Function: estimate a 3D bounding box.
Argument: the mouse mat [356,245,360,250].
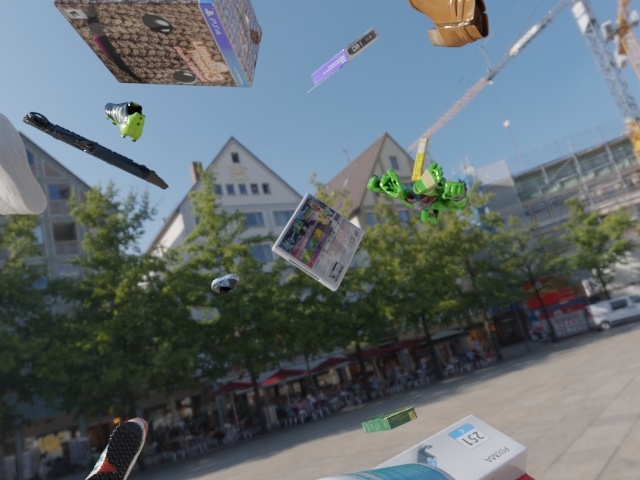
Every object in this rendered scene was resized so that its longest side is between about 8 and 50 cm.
[{"bbox_3d":[0.025,0.048,1.466,0.153,0.007,0.190,-31,13,-12],"label":"mouse mat"}]

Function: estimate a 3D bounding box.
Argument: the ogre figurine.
[{"bbox_3d":[0.195,-0.088,0.956,0.197,0.096,0.118,-15,-25,37],"label":"ogre figurine"}]

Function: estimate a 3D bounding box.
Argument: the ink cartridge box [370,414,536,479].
[{"bbox_3d":[0.268,0.450,0.895,0.296,0.066,0.261,-14,20,-30],"label":"ink cartridge box"}]

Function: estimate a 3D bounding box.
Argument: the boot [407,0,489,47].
[{"bbox_3d":[0.268,-0.500,1.060,0.073,0.197,0.152,-45,30,-11],"label":"boot"}]

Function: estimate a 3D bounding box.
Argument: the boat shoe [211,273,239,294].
[{"bbox_3d":[-0.280,0.133,1.468,0.049,0.040,0.142,24,-30,-26],"label":"boat shoe"}]

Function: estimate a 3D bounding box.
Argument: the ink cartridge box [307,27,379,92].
[{"bbox_3d":[0.061,-0.576,1.628,0.208,0.045,0.206,-46,16,-27],"label":"ink cartridge box"}]

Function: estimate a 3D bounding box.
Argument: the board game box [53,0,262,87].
[{"bbox_3d":[-0.285,-0.415,0.952,0.291,0.141,0.232,4,-17,10],"label":"board game box"}]

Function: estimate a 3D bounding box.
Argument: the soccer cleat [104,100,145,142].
[{"bbox_3d":[-0.432,-0.281,1.131,0.060,0.179,0.072,18,-73,-46],"label":"soccer cleat"}]

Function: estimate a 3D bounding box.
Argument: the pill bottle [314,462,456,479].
[{"bbox_3d":[0.087,0.335,0.575,0.146,0.146,0.264,-25,-29,33],"label":"pill bottle"}]

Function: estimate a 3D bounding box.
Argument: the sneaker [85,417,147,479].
[{"bbox_3d":[-0.311,0.344,0.768,0.057,0.161,0.075,28,-7,2],"label":"sneaker"}]

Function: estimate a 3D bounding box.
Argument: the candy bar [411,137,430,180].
[{"bbox_3d":[0.349,-0.286,1.763,0.040,0.161,0.018,4,-14,42],"label":"candy bar"}]

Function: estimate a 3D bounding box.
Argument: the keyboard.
[{"bbox_3d":[-0.490,-0.199,1.076,0.317,0.033,0.201,24,-4,8],"label":"keyboard"}]

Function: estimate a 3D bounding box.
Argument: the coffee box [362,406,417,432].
[{"bbox_3d":[0.227,0.595,1.678,0.113,0.040,0.184,-12,-18,-25],"label":"coffee box"}]

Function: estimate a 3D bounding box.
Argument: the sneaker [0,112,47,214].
[{"bbox_3d":[-0.907,-0.203,1.420,0.169,0.292,0.108,-4,22,22],"label":"sneaker"}]

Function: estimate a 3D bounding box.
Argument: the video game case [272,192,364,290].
[{"bbox_3d":[0.000,0.000,1.260,0.183,0.201,0.023,35,-37,-8],"label":"video game case"}]
